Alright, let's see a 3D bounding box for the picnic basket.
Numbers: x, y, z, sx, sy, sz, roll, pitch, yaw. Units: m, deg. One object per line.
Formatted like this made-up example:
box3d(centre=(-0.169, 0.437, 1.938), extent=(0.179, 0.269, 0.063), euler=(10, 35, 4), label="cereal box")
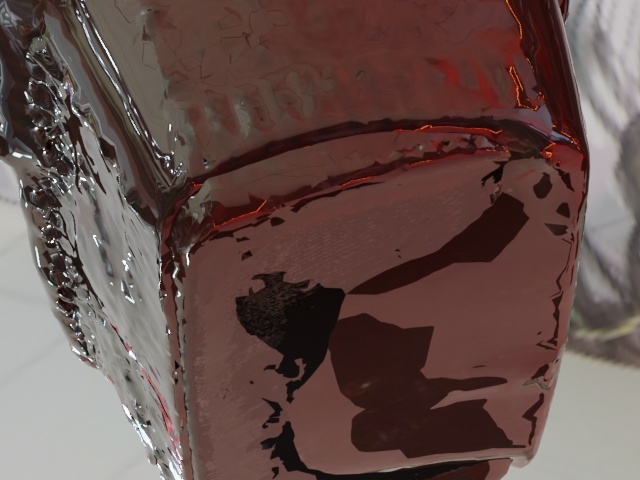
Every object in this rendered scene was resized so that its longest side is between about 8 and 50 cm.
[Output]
box3d(centre=(0.000, 0.000, 0.662), extent=(0.222, 0.297, 0.129), euler=(-12, -126, -9), label="picnic basket")
